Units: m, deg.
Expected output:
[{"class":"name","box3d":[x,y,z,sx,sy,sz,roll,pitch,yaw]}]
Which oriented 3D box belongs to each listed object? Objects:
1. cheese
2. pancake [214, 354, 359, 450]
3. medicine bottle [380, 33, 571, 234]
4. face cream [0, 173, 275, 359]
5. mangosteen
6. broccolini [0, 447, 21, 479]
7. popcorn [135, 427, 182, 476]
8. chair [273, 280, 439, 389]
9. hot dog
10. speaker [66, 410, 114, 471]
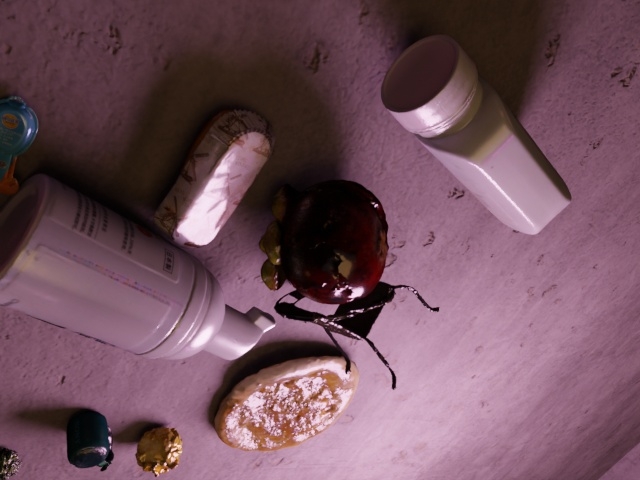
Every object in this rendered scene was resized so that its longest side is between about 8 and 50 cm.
[{"class":"cheese","box3d":[-0.326,-0.098,0.577,0.047,0.017,0.111,20,112,-15]},{"class":"pancake","box3d":[-0.057,0.299,1.016,0.282,0.049,0.283,-12,133,-13]},{"class":"medicine bottle","box3d":[0.204,-0.129,0.716,0.296,0.161,0.111,31,108,-38]},{"class":"face cream","box3d":[-0.211,0.072,0.688,0.145,0.145,0.369,-44,130,12]},{"class":"mangosteen","box3d":[0.000,0.000,0.734,0.180,0.166,0.166,1,133,14]},{"class":"broccolini","box3d":[-0.549,0.380,0.841,0.194,0.052,0.054,-23,129,-7]},{"class":"popcorn","box3d":[-0.271,0.357,0.939,0.082,0.083,0.057,-57,159,-4]},{"class":"chair","box3d":[0.047,0.108,0.826,0.213,0.174,0.149,39,70,-34]},{"class":"hot dog","box3d":[-0.129,-0.073,0.672,0.108,0.059,0.191,16,115,-50]},{"class":"speaker","box3d":[-0.350,0.317,0.867,0.060,0.075,0.094,-39,133,9]}]
